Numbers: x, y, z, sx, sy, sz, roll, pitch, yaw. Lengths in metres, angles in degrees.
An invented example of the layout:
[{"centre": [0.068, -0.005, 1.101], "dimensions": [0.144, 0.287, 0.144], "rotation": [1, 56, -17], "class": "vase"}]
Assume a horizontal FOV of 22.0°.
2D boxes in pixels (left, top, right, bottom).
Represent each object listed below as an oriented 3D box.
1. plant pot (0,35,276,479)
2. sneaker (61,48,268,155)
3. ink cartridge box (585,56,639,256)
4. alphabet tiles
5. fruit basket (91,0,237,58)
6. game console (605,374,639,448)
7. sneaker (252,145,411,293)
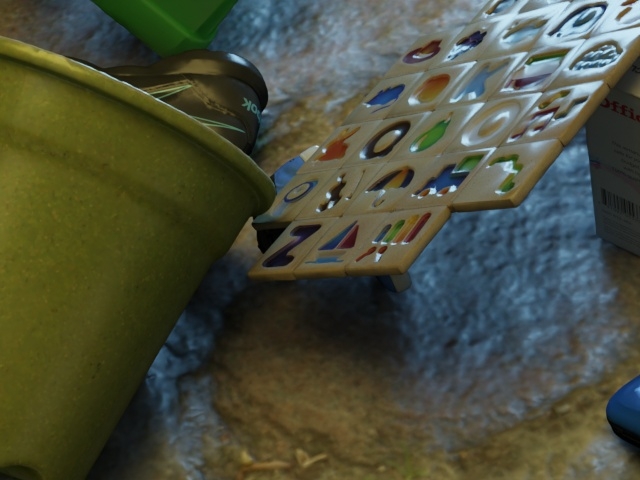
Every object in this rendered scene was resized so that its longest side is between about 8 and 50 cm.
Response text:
[{"centre": [-0.204, 0.030, 1.129], "dimensions": [0.276, 0.276, 0.254], "rotation": [16, 77, 26], "class": "plant pot"}, {"centre": [-0.177, -0.089, 1.326], "dimensions": [0.267, 0.101, 0.106], "rotation": [-7, 51, 9], "class": "sneaker"}, {"centre": [0.256, -0.056, 1.137], "dimensions": [0.127, 0.175, 0.072], "rotation": [29, 62, 32], "class": "ink cartridge box"}, {"centre": [0.099, -0.091, 1.147], "dimensions": [0.285, 0.011, 0.342], "rotation": [-5, 38, 54], "class": "alphabet tiles"}, {"centre": [-0.232, -0.332, 1.424], "dimensions": [0.392, 0.392, 0.283], "rotation": [-1, 50, 13], "class": "fruit basket"}, {"centre": [0.380, 0.125, 1.053], "dimensions": [0.293, 0.173, 0.250], "rotation": [-31, 19, -14], "class": "game console"}, {"centre": [0.000, 0.000, 1.234], "dimensions": [0.084, 0.058, 0.152], "rotation": [-33, 57, -6], "class": "sneaker"}]
